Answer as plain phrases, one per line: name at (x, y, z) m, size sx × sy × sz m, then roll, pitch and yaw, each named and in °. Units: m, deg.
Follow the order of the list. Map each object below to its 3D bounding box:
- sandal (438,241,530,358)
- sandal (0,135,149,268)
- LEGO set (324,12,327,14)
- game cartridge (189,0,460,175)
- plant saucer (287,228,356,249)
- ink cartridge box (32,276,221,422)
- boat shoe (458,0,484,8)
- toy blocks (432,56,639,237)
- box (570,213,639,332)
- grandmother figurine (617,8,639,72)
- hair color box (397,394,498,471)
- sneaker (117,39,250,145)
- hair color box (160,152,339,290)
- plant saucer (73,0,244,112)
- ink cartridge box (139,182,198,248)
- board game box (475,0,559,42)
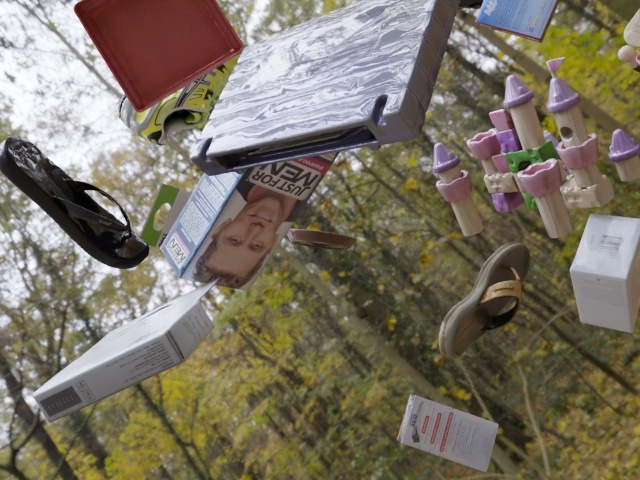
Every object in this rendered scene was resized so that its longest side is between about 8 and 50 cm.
sandal at (0.204, 0.074, 0.718) m, size 0.180 × 0.049 × 0.072 m, roll -42°, pitch -54°, yaw -29°
sandal at (-0.335, -0.049, 0.861) m, size 0.054 × 0.097 × 0.254 m, roll -34°, pitch -56°, yaw 15°
LEGO set at (0.010, -0.529, 1.606) m, size 0.227 × 0.087 × 0.093 m, roll -32°, pitch 30°, yaw 56°
game cartridge at (-0.003, -0.204, 0.799) m, size 0.068 × 0.354 × 0.230 m, roll 46°, pitch -125°, yaw -37°
plant saucer at (0.000, 0.000, 1.432) m, size 0.168 × 0.168 × 0.029 m, roll 20°, pitch -104°, yaw -70°
ink cartridge box at (-0.301, 0.176, 1.028) m, size 0.275 × 0.060 × 0.239 m, roll -26°, pitch 8°, yaw 17°
boat shoe at (0.426, -0.661, 1.593) m, size 0.335 × 0.119 × 0.121 m, roll -25°, pitch -28°, yaw -18°
toy blocks at (0.388, -0.186, 1.125) m, size 0.308 × 0.260 × 0.288 m, roll -31°, pitch 14°, yaw -23°
box at (0.511, 0.058, 1.078) m, size 0.130 × 0.090 × 0.171 m, roll -59°, pitch -41°, yaw -26°
grandmother figurine at (0.609, -0.289, 1.041) m, size 0.342 × 0.208 × 0.104 m, roll 15°, pitch -69°, yaw -50°
hair color box at (0.240, 0.363, 1.160) m, size 0.053 × 0.167 × 0.093 m, roll 107°, pitch -178°, yaw -77°
sneaker at (-0.308, -0.365, 1.535) m, size 0.384 × 0.147 × 0.145 m, roll -39°, pitch -15°, yaw -18°
hair color box at (-0.127, -0.079, 1.127) m, size 0.173 × 0.105 × 0.347 m, roll 16°, pitch -65°, yaw -47°
plant saucer at (-0.328, -0.430, 1.264) m, size 0.259 × 0.259 × 0.048 m, roll -32°, pitch 0°, yaw -2°
ink cartridge box at (-0.364, -0.060, 1.705) m, size 0.255 × 0.097 × 0.189 m, roll 17°, pitch -73°, yaw -32°
board game box at (0.438, -0.561, 1.248) m, size 0.027 × 0.145 × 0.282 m, roll -1°, pitch -66°, yaw -67°
